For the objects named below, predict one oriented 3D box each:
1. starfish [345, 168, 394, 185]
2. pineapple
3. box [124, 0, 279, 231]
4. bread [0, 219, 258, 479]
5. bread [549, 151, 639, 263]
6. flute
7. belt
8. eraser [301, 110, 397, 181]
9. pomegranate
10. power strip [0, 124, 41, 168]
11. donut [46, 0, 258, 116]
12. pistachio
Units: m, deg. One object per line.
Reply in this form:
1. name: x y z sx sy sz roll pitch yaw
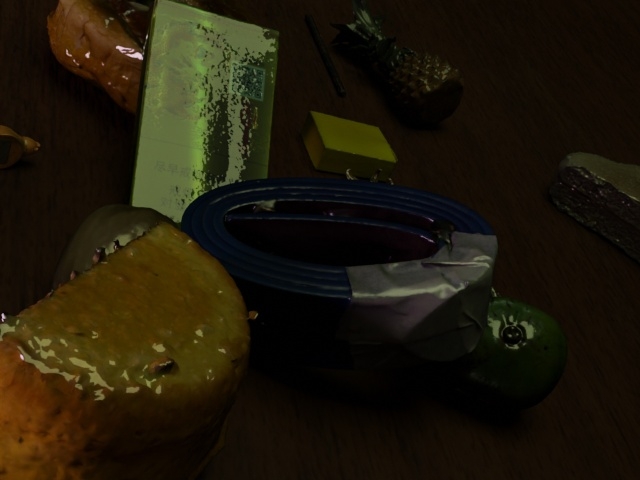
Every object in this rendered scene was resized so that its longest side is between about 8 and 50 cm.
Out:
1. starfish: 0.065 -0.076 1.611 0.091 0.028 0.078 1 37 -28
2. pineapple: 0.131 -0.310 1.913 0.130 0.119 0.277 -22 51 -26
3. box: -0.145 -0.142 1.404 0.173 0.043 0.311 12 67 -22
4. bread: -0.164 0.128 1.006 0.179 0.194 0.340 31 28 11
5. bread: 0.537 -0.036 1.816 0.337 0.102 0.183 36 31 20
6. flute: 0.007 -0.324 1.938 0.014 0.014 0.269 10 36 -24
7. belt: 0.017 0.031 1.246 0.347 0.117 0.212 6 38 5
8. eraser: 0.042 -0.139 1.668 0.122 0.045 0.097 9 35 -25
9. pomegranate: 0.214 0.117 1.348 0.152 0.131 0.191 22 26 0
10. power strip: -0.411 -0.110 1.313 0.178 0.049 0.028 -2 37 -36
11. donut: -0.236 -0.281 1.591 0.330 0.160 0.330 25 28 -14
12. pistachio: -0.220 0.029 1.203 0.185 0.108 0.126 -41 113 -50
